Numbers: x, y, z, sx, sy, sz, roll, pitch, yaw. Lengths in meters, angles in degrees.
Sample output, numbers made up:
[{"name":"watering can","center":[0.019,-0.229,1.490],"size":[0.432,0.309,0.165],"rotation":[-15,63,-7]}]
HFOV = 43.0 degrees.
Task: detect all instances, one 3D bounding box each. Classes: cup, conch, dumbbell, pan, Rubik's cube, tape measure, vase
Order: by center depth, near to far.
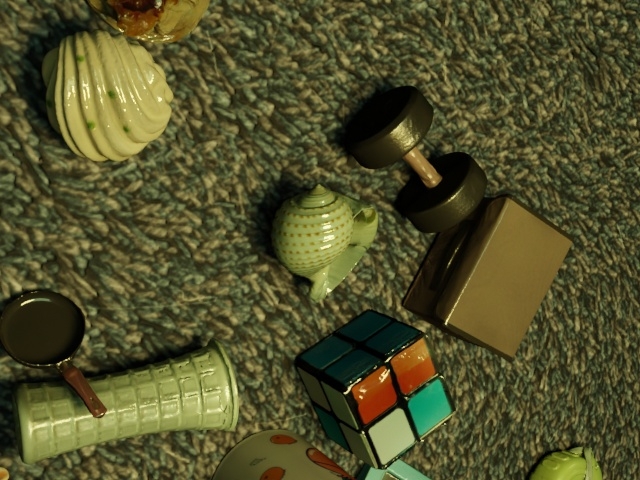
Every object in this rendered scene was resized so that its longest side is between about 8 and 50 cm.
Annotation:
[{"name":"pan","center":[-0.355,0.160,1.114],"size":[0.115,0.040,0.212],"rotation":[-30,71,-31]},{"name":"vase","center":[-0.282,0.235,1.173],"size":[0.299,0.143,0.143],"rotation":[-7,101,-26]},{"name":"cup","center":[-0.017,0.446,1.246],"size":[0.212,0.317,0.212],"rotation":[-5,101,-28]},{"name":"conch","center":[-0.007,-0.008,1.291],"size":[0.172,0.131,0.200],"rotation":[-35,156,-44]},{"name":"dumbbell","center":[0.159,-0.134,1.349],"size":[0.218,0.152,0.152],"rotation":[46,75,-26]},{"name":"Rubik's cube","center":[0.092,0.246,1.362],"size":[0.183,0.167,0.180],"rotation":[-33,113,-20]},{"name":"tape measure","center":[0.509,0.524,1.675],"size":[0.175,0.106,0.200],"rotation":[5,93,-33]}]

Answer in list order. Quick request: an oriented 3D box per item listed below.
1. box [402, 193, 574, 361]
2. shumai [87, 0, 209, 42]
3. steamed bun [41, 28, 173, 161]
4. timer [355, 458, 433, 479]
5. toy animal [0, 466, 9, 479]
[{"name":"box","center":[0.297,0.060,1.458],"size":[0.188,0.153,0.252],"rotation":[29,84,-28]},{"name":"shumai","center":[-0.232,-0.368,1.114],"size":[0.201,0.120,0.201],"rotation":[-5,102,-26]},{"name":"steamed bun","center":[-0.286,-0.187,1.080],"size":[0.183,0.106,0.182],"rotation":[1,123,2]},{"name":"timer","center":[0.139,0.532,1.441],"size":[0.232,0.091,0.250],"rotation":[33,76,-7]},{"name":"toy animal","center":[-0.508,0.334,1.055],"size":[0.282,0.138,0.140],"rotation":[39,74,-29]}]
